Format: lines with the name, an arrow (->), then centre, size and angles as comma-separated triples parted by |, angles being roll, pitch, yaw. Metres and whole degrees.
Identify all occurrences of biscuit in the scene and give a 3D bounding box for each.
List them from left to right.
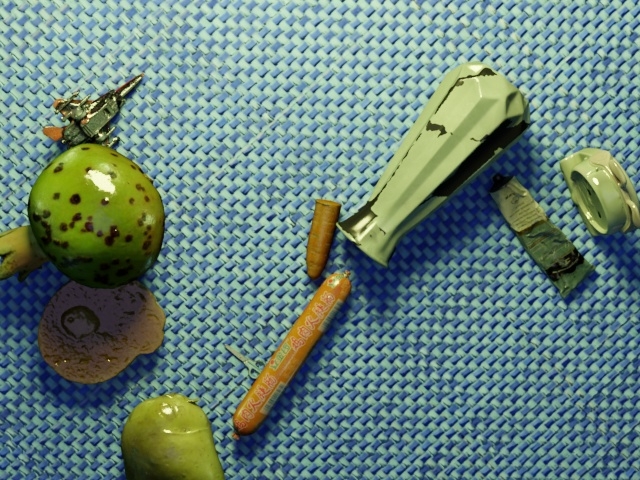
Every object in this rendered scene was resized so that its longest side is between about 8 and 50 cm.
biscuit -> -0.371, 0.142, 1.747 | 0.208, 0.049, 0.181 | -37, 97, -1

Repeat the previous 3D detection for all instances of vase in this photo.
vase -> 0.185, -0.123, 1.723 | 0.165, 0.165, 0.360 | 40, 94, -7

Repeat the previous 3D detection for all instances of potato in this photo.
potato -> -0.243, 0.375, 1.736 | 0.169, 0.143, 0.248 | -12, 103, 35

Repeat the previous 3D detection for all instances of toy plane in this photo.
toy plane -> -0.359, -0.211, 1.711 | 0.189, 0.061, 0.130 | -40, 120, -3

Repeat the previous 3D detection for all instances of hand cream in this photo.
hand cream -> 0.377, -0.019, 1.803 | 0.075, 0.052, 0.248 | -36, 104, 22

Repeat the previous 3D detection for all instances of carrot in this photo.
carrot -> 0.000, 0.000, 1.767 | 0.048, 0.048, 0.139 | 12, 95, -6

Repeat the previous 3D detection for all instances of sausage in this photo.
sausage -> -0.050, 0.196, 1.776 | 0.053, 0.053, 0.347 | 34, 92, -7

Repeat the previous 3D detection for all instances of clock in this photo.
clock -> 0.472, -0.077, 1.726 | 0.062, 0.191, 0.151 | -25, 96, -2

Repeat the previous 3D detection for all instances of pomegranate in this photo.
pomegranate -> -0.374, -0.011, 1.664 | 0.231, 0.231, 0.286 | 39, 113, -7

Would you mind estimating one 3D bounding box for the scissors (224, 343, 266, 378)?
scissors -> -0.133, 0.205, 1.794 | 0.083, 0.006, 0.036 | 37, 93, -7
